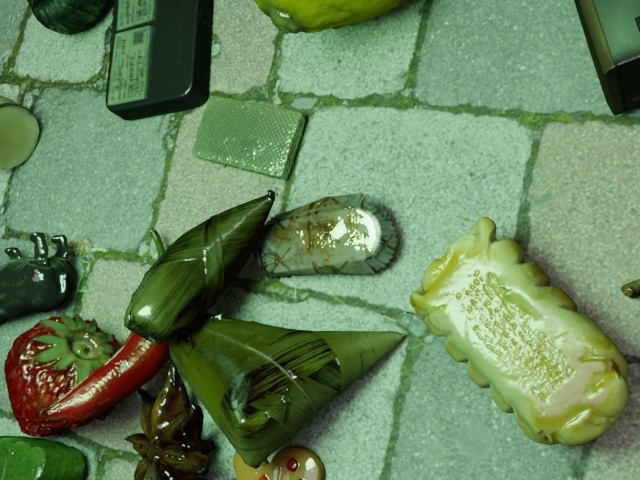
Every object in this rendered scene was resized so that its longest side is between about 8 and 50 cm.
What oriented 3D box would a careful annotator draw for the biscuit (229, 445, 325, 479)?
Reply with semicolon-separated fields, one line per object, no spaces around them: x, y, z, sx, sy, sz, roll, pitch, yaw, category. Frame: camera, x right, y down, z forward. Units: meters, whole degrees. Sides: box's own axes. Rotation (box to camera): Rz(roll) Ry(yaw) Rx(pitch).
-0.103;0.400;1.146;0.250;0.036;0.166;-34;67;14;biscuit

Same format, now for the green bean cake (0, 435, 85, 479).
-0.528;0.467;1.284;0.222;0.125;0.248;0;75;27;green bean cake

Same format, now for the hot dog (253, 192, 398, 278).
0.000;0.000;1.179;0.252;0.069;0.131;-10;83;26;hot dog

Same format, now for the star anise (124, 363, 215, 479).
-0.233;0.338;1.198;0.272;0.102;0.272;-23;61;48;star anise

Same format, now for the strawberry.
-0.456;0.250;1.289;0.244;0.205;0.205;-50;60;32;strawberry

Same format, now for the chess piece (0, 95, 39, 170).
-0.708;-0.263;1.548;0.260;0.142;0.143;35;93;34;chess piece

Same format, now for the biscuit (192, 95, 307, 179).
-0.128;-0.182;1.297;0.199;0.040;0.121;15;86;27;biscuit

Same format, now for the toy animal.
-0.607;0.097;1.422;0.343;0.106;0.169;-27;74;24;toy animal

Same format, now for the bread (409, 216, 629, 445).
0.265;0.130;0.989;0.173;0.121;0.311;-45;63;13;bread

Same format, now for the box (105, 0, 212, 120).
-0.308;-0.411;1.430;0.211;0.058;0.350;-5;75;26;box

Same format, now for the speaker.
0.424;-0.315;0.983;0.153;0.192;0.231;-18;70;21;speaker

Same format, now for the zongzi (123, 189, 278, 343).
-0.174;0.042;1.128;0.242;0.221;0.112;-33;109;36;zongzi

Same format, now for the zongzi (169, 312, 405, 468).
-0.062;0.162;1.160;0.300;0.145;0.274;-34;46;-15;zongzi

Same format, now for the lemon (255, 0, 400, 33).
0.010;-0.498;1.135;0.349;0.350;0.387;25;85;28;lemon

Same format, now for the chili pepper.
-0.300;0.148;1.217;0.092;0.137;0.369;-40;22;52;chili pepper

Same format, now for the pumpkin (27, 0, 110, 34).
-0.510;-0.522;1.495;0.211;0.152;0.212;-14;67;35;pumpkin

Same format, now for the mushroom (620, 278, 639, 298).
0.453;0.050;0.949;0.129;0.073;0.088;-28;97;19;mushroom
